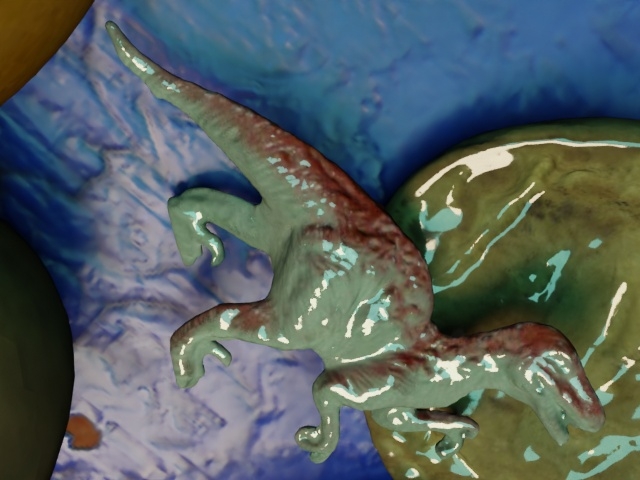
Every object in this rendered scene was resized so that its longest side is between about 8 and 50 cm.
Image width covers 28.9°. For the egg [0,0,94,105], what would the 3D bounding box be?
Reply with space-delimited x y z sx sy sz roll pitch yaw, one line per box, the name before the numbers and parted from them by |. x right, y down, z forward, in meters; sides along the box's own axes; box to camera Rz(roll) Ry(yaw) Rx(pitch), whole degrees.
egg | -0.222 -0.138 0.374 0.351 0.282 0.283 -19 108 -25

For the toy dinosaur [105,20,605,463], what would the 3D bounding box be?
toy dinosaur | 0.000 0.000 0.533 0.167 0.053 0.242 -21 99 20

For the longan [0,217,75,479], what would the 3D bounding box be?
longan | -0.208 0.068 0.490 0.220 0.196 0.197 -10 106 2

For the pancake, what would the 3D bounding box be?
pancake | 0.126 0.053 0.584 0.241 0.050 0.242 2 111 6
